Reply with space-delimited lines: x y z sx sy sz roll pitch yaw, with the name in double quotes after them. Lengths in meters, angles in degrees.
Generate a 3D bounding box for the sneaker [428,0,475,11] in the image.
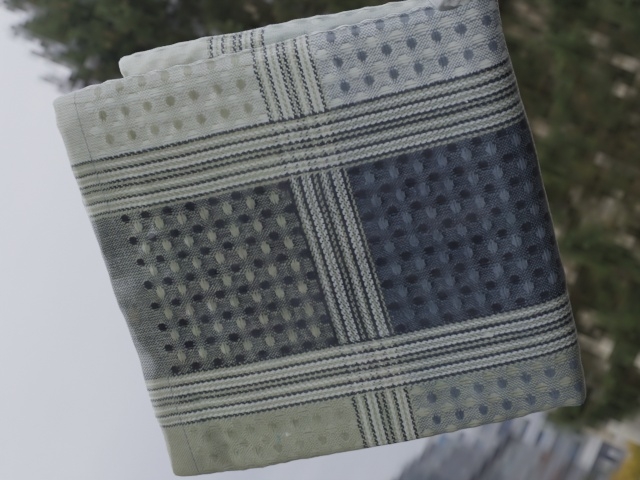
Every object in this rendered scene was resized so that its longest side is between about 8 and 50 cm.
0.101 -0.254 0.828 0.282 0.161 0.102 -52 -12 13 "sneaker"

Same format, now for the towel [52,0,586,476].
0.000 0.000 1.231 0.056 0.324 0.312 -64 -40 -68 "towel"
